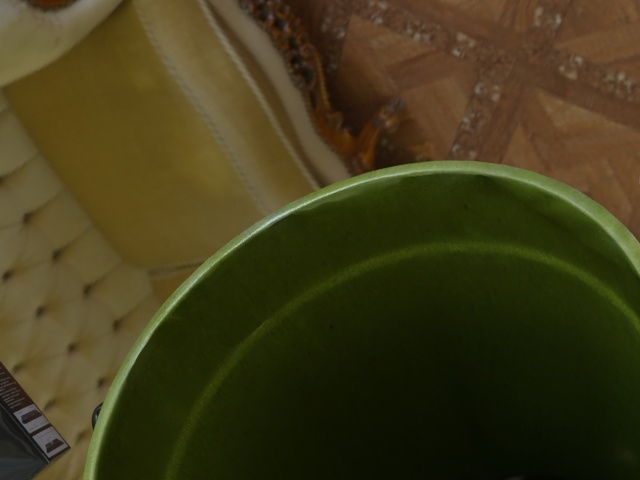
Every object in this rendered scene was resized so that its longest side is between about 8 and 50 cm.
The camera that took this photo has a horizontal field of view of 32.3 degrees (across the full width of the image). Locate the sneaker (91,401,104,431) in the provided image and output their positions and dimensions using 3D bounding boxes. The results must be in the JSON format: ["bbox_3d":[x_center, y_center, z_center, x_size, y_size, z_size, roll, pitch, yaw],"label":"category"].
[{"bbox_3d":[-0.110,0.246,1.090,0.283,0.107,0.124,26,170,19],"label":"sneaker"}]

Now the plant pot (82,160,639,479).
[{"bbox_3d":[0.090,0.199,0.752,0.367,0.366,0.353,0,141,31],"label":"plant pot"}]

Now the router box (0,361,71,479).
[{"bbox_3d":[-0.494,0.257,1.314,0.309,0.081,0.243,-40,87,6],"label":"router box"}]
